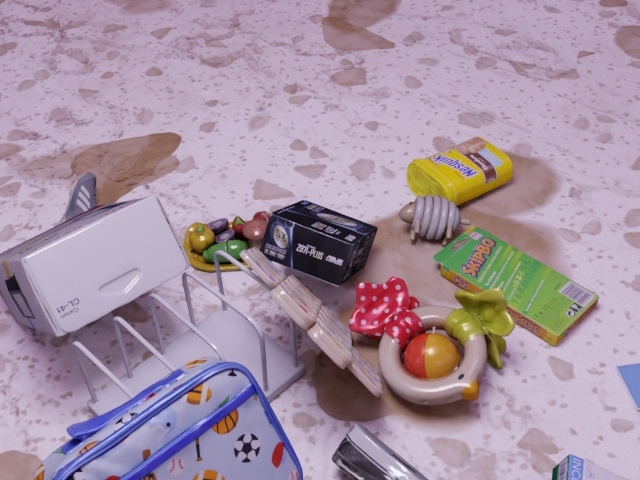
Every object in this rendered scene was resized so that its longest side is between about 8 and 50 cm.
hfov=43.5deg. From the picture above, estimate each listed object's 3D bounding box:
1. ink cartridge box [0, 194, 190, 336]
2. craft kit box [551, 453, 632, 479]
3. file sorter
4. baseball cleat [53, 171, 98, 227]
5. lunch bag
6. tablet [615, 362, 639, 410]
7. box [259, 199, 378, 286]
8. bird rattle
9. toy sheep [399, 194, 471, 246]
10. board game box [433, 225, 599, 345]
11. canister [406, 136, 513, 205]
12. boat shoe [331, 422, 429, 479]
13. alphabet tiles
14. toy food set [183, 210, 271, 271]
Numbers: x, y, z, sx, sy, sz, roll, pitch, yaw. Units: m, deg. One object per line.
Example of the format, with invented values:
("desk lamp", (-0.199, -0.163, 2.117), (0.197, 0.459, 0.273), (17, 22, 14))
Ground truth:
("ink cartridge box", (-0.374, 0.036, 1.263), (0.226, 0.131, 0.306), (-31, 13, -29))
("craft kit box", (0.376, 0.405, 0.918), (0.246, 0.061, 0.250), (21, 50, 1))
("file sorter", (-0.189, 0.170, 1.181), (0.193, 0.173, 0.277), (33, 53, 32))
("baseball cleat", (-0.436, -0.045, 1.516), (0.109, 0.072, 0.206), (13, 48, -4))
("lunch bag", (-0.186, 0.295, 0.987), (0.303, 0.243, 0.115), (-33, 18, -27))
("tablet", (0.487, 0.220, 1.215), (0.054, 0.006, 0.083), (-7, 42, -4))
("box", (0.000, 0.000, 1.353), (0.147, 0.077, 0.180), (21, 15, 13))
("bird rattle", (0.163, 0.149, 1.219), (0.253, 0.143, 0.207), (5, 50, 11))
("toy sheep", (0.207, -0.040, 1.458), (0.132, 0.091, 0.091), (11, 43, -5))
("board game box", (0.325, 0.069, 1.366), (0.124, 0.039, 0.259), (-34, 54, -30))
("canister", (0.272, -0.131, 1.559), (0.170, 0.073, 0.126), (-24, 47, -24))
("boat shoe", (0.108, 0.338, 1.066), (0.219, 0.078, 0.070), (37, 90, 30))
("alphabet tiles", (-0.007, 0.110, 1.173), (0.021, 0.284, 0.278), (-44, 89, 2))
("toy food set", (-0.144, -0.014, 1.452), (0.218, 0.071, 0.128), (-5, 43, -3))
